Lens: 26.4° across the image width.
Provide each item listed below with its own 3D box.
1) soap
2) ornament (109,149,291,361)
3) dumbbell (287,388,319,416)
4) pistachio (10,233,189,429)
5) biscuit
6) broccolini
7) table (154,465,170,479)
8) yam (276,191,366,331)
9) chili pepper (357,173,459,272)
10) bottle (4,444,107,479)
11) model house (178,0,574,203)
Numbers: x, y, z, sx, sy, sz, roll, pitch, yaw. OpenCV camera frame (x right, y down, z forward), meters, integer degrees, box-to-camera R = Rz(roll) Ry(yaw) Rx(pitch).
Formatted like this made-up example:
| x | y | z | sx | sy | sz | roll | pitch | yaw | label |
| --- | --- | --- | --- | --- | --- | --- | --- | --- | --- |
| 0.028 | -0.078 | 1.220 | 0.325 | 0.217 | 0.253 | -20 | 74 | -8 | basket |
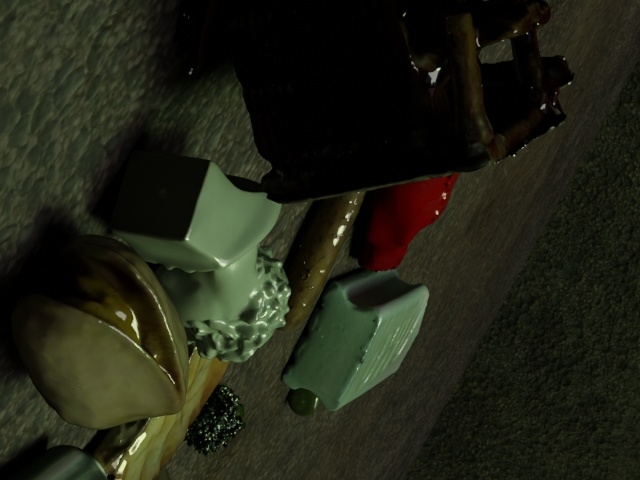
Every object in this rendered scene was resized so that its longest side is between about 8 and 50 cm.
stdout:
| x | y | z | sx | sy | sz | roll | pitch | yaw | label |
| --- | --- | --- | --- | --- | --- | --- | --- | --- | --- |
| 0.064 | 0.133 | 1.963 | 0.173 | 0.095 | 0.289 | -63 | 164 | 15 | soap |
| -0.092 | 0.010 | 1.182 | 0.285 | 0.130 | 0.120 | 88 | 23 | -63 | ornament |
| -0.005 | 0.220 | 2.001 | 0.118 | 0.046 | 0.052 | -24 | 136 | -65 | dumbbell |
| -0.167 | 0.077 | 1.071 | 0.129 | 0.131 | 0.206 | -62 | 163 | -24 | pistachio |
| -0.147 | 0.148 | 1.422 | 0.299 | 0.045 | 0.154 | -57 | 164 | -10 | biscuit |
| -0.106 | 0.211 | 1.634 | 0.202 | 0.068 | 0.091 | 8 | 93 | -74 | broccolini |
| -0.174 | 0.477 | 1.562 | 0.317 | 0.249 | 0.317 | -53 | 163 | -23 | table |
| 0.000 | 0.000 | 1.605 | 0.241 | 0.057 | 0.057 | -63 | 164 | 20 | yam |
| 0.112 | -0.064 | 1.749 | 0.110 | 0.110 | 0.387 | -48 | 166 | -36 | chili pepper |
| -0.278 | 0.251 | 1.147 | 0.254 | 0.079 | 0.096 | -37 | 115 | -56 | bottle |
| 0.055 | -0.200 | 1.055 | 0.317 | 0.297 | 0.282 | -29 | 103 | -53 | model house |
